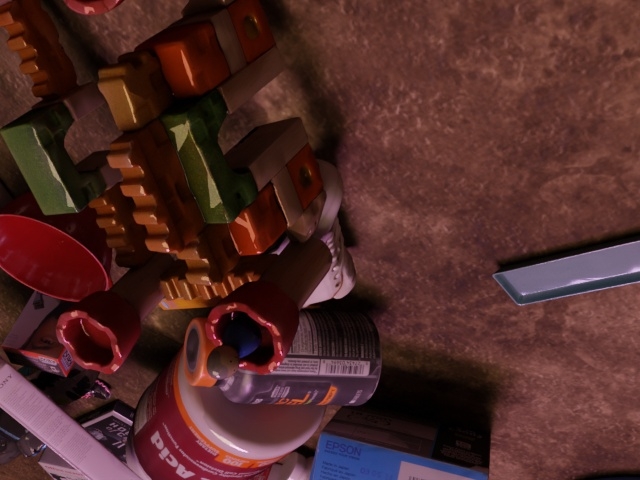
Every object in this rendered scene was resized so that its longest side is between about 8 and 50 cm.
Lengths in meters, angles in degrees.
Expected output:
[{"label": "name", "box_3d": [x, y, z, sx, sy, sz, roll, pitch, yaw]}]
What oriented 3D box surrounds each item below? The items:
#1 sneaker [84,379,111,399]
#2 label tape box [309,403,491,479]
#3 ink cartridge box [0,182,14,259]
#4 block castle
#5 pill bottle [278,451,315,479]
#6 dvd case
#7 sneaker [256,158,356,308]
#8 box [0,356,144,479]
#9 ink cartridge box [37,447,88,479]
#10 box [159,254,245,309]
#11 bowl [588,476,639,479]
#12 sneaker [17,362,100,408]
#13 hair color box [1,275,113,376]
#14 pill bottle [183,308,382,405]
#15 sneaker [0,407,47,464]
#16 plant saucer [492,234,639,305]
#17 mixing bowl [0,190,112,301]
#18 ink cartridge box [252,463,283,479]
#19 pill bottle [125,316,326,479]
[{"label": "sneaker", "box_3d": [-0.454, 0.281, 1.645, 0.119, 0.057, 0.047, 21, 142, -3]}, {"label": "label tape box", "box_3d": [0.134, 0.330, 1.355, 0.240, 0.106, 0.333, 12, -176, 11]}, {"label": "ink cartridge box", "box_3d": [-0.596, -0.029, 1.197, 0.270, 0.197, 0.198, 2, 140, 22]}, {"label": "block castle", "box_3d": [-0.196, -0.077, 0.844, 0.303, 0.213, 0.453, -4, 119, 31]}, {"label": "pill bottle", "box_3d": [0.002, 0.455, 1.626, 0.152, 0.086, 0.086, 31, 142, -15]}, {"label": "dvd case", "box_3d": [-0.403, 0.405, 1.802, 0.179, 0.029, 0.238, 37, 141, -22]}, {"label": "sneaker", "box_3d": [0.000, 0.000, 1.053, 0.123, 0.106, 0.290, 14, 152, -10]}, {"label": "box", "box_3d": [-0.440, 0.272, 1.372, 0.232, 0.058, 0.322, 15, 147, 51]}, {"label": "ink cartridge box", "box_3d": [-0.532, 0.515, 1.964, 0.127, 0.072, 0.175, 6, 142, 20]}, {"label": "box", "box_3d": [-0.167, 0.054, 1.200, 0.136, 0.081, 0.028, -7, 136, 32]}, {"label": "bowl", "box_3d": [0.558, 0.506, 1.440, 0.391, 0.077, 0.391, 13, 142, 10]}, {"label": "sneaker", "box_3d": [-0.462, 0.236, 1.544, 0.275, 0.110, 0.107, -23, 118, 38]}, {"label": "hair color box", "box_3d": [-0.387, 0.111, 1.303, 0.093, 0.167, 0.053, 11, 143, 11]}, {"label": "pill bottle", "box_3d": [-0.053, 0.151, 1.158, 0.245, 0.130, 0.130, 6, 149, -24]}, {"label": "sneaker", "box_3d": [-0.638, 0.378, 1.832, 0.341, 0.125, 0.140, -28, 96, 48]}, {"label": "plant saucer", "box_3d": [0.298, 0.035, 1.012, 0.192, 0.018, 0.067, -17, 130, 38]}, {"label": "mixing bowl", "box_3d": [-0.354, -0.009, 1.192, 0.181, 0.098, 0.181, 13, 144, 10]}, {"label": "ink cartridge box", "box_3d": [-0.060, 0.491, 1.726, 0.135, 0.056, 0.099, 9, 141, 16]}, {"label": "pill bottle", "box_3d": [-0.164, 0.275, 1.360, 0.224, 0.224, 0.392, 28, 143, -11]}]
